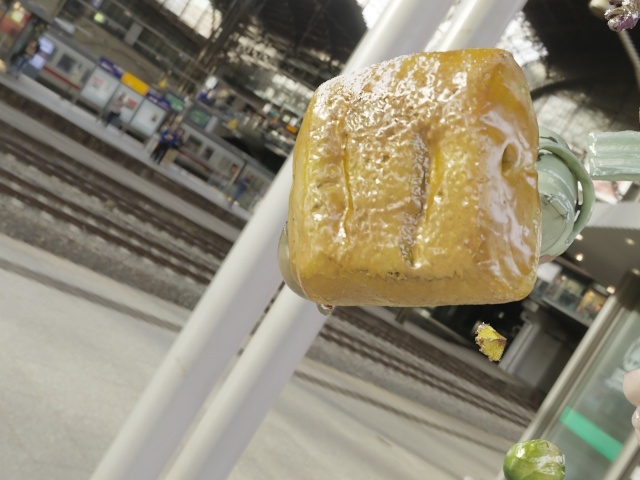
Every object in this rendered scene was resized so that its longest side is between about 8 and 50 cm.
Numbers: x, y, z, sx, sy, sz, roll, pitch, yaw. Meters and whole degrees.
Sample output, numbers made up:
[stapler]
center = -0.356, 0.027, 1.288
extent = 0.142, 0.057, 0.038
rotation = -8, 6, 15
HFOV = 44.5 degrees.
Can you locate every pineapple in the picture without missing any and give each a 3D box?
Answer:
[pineapple]
center = 0.474, 0.270, 2.193
extent = 0.114, 0.077, 0.114
rotation = 38, 21, -36

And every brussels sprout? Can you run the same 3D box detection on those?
[brussels sprout]
center = 0.530, 0.567, 1.947
extent = 0.155, 0.155, 0.117
rotation = 32, -16, 14

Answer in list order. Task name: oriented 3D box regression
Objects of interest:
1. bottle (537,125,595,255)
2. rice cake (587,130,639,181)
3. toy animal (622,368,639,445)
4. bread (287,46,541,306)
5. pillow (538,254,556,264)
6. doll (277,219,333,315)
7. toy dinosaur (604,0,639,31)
[bottle]
center = 0.427, -0.096, 1.580
extent = 0.229, 0.229, 0.352
rotation = 32, 26, -1
[rice cake]
center = 0.697, -0.179, 1.681
extent = 0.237, 0.127, 0.043
rotation = 3, -29, 13
[toy animal]
center = 0.518, 0.286, 1.146
extent = 0.124, 0.213, 0.124
rotation = -11, -11, -2
[bread]
center = 0.102, -0.080, 0.980
extent = 0.337, 0.328, 0.148
rotation = -1, -8, 32
[pillow]
center = 0.522, -0.013, 1.954
extent = 0.223, 0.236, 0.084
rotation = -16, 43, -24
[doll]
center = 0.000, 0.000, 1.704
extent = 0.330, 0.174, 0.235
rotation = -65, 135, -60
[toy dinosaur]
center = 0.654, -0.463, 1.454
extent = 0.251, 0.200, 0.072
rotation = -1, -38, 6
